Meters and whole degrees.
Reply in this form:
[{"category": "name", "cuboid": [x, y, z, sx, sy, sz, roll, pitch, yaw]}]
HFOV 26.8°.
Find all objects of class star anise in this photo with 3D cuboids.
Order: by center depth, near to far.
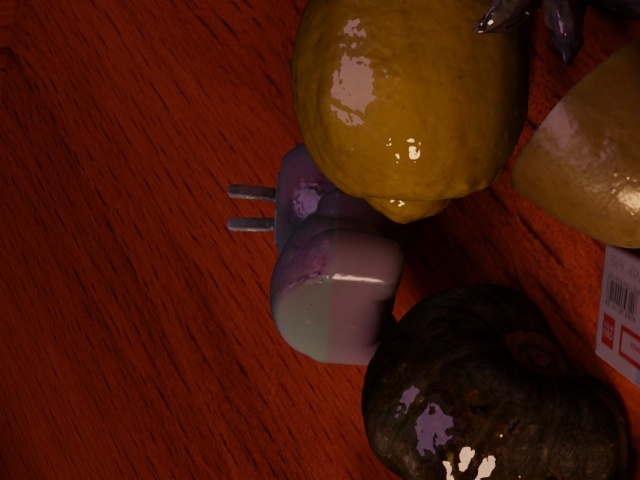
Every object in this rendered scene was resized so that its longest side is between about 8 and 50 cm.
[{"category": "star anise", "cuboid": [0.233, -0.290, 1.354, 0.093, 0.229, 0.236, 40, -122, -78]}]

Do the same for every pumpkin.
[{"category": "pumpkin", "cuboid": [0.155, 0.201, 1.485, 0.325, 0.232, 0.242, 51, 138, 49]}]

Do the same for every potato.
[{"category": "potato", "cuboid": [0.297, -0.068, 1.289, 0.203, 0.178, 0.158, -45, 68, 22]}]

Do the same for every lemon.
[{"category": "lemon", "cuboid": [0.096, -0.190, 1.492, 0.316, 0.285, 0.285, 61, 146, 2]}]

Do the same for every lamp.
[{"category": "lamp", "cuboid": [0.000, 0.000, 1.667, 0.301, 0.248, 0.247, -85, -5, -50]}]

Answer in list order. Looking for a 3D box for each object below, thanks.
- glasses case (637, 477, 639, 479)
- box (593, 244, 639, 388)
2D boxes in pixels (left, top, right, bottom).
[{"category": "glasses case", "cuboid": [0.350, 0.238, 1.307, 0.205, 0.071, 0.047, -58, 43, 45]}, {"category": "box", "cuboid": [0.327, 0.081, 1.271, 0.229, 0.050, 0.122, -132, 45, -76]}]
